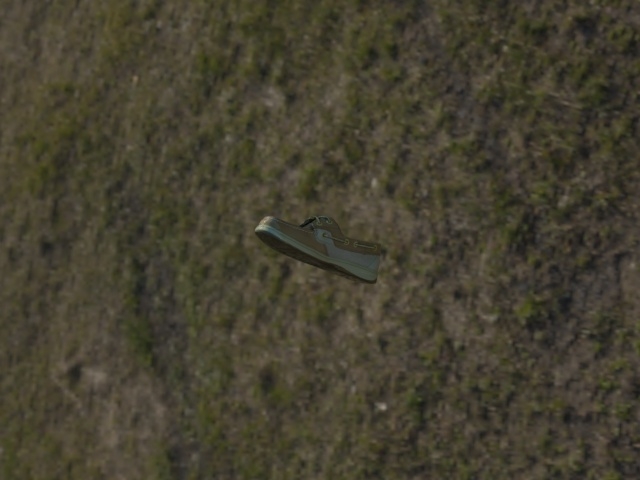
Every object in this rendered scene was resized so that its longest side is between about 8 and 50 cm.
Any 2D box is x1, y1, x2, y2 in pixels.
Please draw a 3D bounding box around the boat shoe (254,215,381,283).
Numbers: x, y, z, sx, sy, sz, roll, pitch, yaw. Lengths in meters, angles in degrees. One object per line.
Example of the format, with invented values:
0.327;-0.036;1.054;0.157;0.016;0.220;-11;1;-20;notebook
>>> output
0.000;0.000;1.030;0.050;0.135;0.045;6;76;53;boat shoe
